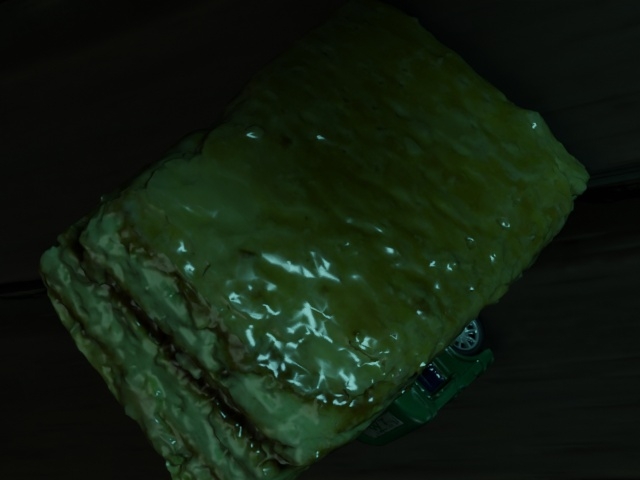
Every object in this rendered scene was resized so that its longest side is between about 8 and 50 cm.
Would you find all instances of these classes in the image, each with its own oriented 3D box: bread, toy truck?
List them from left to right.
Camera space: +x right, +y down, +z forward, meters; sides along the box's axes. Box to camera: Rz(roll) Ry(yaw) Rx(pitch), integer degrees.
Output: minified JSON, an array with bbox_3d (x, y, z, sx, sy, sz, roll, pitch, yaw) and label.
[{"bbox_3d":[0.000,0.000,0.626,0.138,0.196,0.102,44,140,11],"label":"bread"},{"bbox_3d":[0.007,0.027,0.741,0.147,0.079,0.065,47,143,-5],"label":"toy truck"}]
